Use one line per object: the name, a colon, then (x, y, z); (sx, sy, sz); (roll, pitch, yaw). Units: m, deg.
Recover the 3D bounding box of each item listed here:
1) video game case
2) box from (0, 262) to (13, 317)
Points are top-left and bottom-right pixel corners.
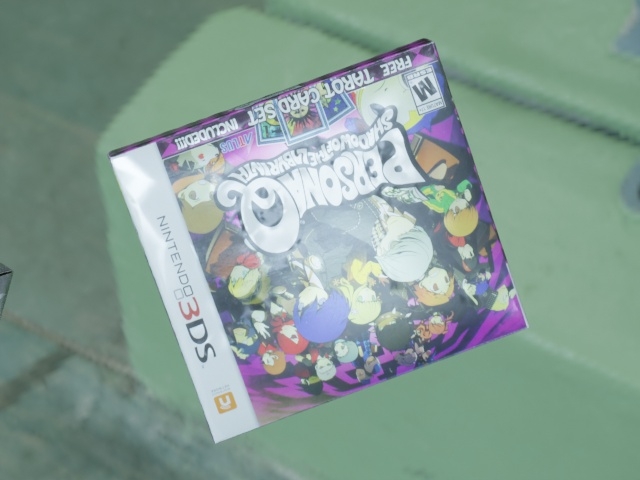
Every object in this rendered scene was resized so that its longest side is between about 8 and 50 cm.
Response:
video game case: (0.000, 0.000, 1.297); (0.232, 0.210, 0.042); (-19, 11, -3)
box: (-0.338, 0.087, 1.424); (0.183, 0.231, 0.056); (26, 22, 22)
